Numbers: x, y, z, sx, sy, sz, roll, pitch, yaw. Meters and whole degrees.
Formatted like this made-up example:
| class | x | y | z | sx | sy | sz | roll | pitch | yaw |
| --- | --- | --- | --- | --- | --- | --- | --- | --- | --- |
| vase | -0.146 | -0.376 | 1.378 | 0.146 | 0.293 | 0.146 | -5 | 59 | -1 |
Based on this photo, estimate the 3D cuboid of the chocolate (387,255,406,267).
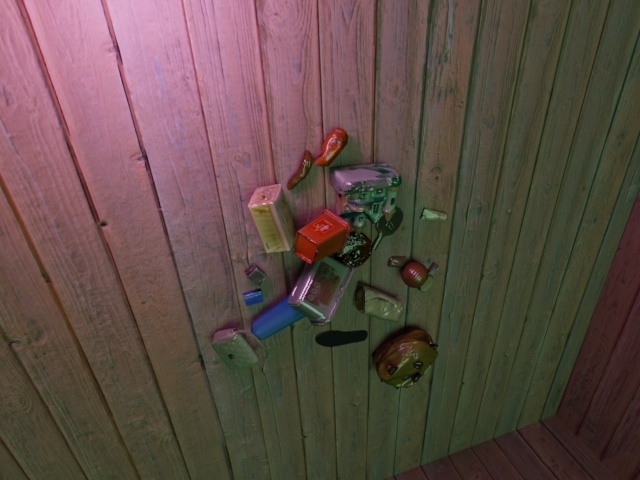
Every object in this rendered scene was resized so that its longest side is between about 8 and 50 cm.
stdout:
| class | x | y | z | sx | sy | sz | roll | pitch | yaw |
| --- | --- | --- | --- | --- | --- | --- | --- | --- | --- |
| chocolate | 0.392 | 0.111 | 2.058 | 0.100 | 0.031 | 0.065 | 4 | 111 | -21 |

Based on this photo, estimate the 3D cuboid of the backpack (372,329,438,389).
| class | x | y | z | sx | sy | sz | roll | pitch | yaw |
| --- | --- | --- | --- | --- | --- | --- | --- | --- | --- |
| backpack | 0.492 | 0.680 | 2.309 | 0.353 | 0.201 | 0.378 | 28 | 108 | -35 |

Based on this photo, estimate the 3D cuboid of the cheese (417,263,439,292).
| class | x | y | z | sx | sy | sz | roll | pitch | yaw |
| --- | --- | --- | --- | --- | --- | --- | --- | --- | --- |
| cheese | 0.569 | 0.200 | 2.163 | 0.092 | 0.047 | 0.171 | 4 | 116 | -25 |

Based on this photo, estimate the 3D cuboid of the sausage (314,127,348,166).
| class | x | y | z | sx | sy | sz | roll | pitch | yaw |
| --- | --- | --- | --- | --- | --- | --- | --- | --- | --- |
| sausage | 0.045 | -0.369 | 1.629 | 0.089 | 0.089 | 0.179 | 30 | 102 | -31 |

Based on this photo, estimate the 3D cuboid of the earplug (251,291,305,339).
| class | x | y | z | sx | sy | sz | roll | pitch | yaw |
| --- | --- | --- | --- | --- | --- | --- | --- | --- | --- |
| earplug | -0.209 | 0.372 | 1.922 | 0.273 | 0.132 | 0.132 | -33 | 124 | 4 |

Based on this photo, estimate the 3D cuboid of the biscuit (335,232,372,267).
| class | x | y | z | sx | sy | sz | roll | pitch | yaw |
| --- | --- | --- | --- | --- | --- | --- | --- | --- | --- |
| biscuit | 0.161 | 0.047 | 1.924 | 0.192 | 0.049 | 0.192 | -10 | 118 | -19 |

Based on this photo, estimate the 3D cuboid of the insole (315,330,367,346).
| class | x | y | z | sx | sy | sz | roll | pitch | yaw |
| --- | --- | --- | --- | --- | --- | --- | --- | --- | --- |
| insole | 0.118 | 0.527 | 2.194 | 0.309 | 0.012 | 0.110 | -2 | 117 | -20 |

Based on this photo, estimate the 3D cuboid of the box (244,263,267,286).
| class | x | y | z | sx | sy | sz | roll | pitch | yaw |
| --- | --- | --- | --- | --- | --- | --- | --- | --- | --- |
| box | -0.287 | 0.152 | 1.809 | 0.063 | 0.060 | 0.085 | -46 | 123 | -2 |

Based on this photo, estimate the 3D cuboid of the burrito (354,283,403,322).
| class | x | y | z | sx | sy | sz | roll | pitch | yaw |
| --- | --- | --- | --- | --- | --- | --- | --- | --- | --- |
| burrito | 0.293 | 0.328 | 2.098 | 0.299 | 0.105 | 0.143 | 22 | 98 | -28 |

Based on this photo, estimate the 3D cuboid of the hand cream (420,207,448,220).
| class | x | y | z | sx | sy | sz | roll | pitch | yaw |
| --- | --- | --- | --- | --- | --- | --- | --- | --- | --- |
| hand cream | 0.564 | -0.124 | 1.992 | 0.143 | 0.039 | 0.061 | 6 | 118 | -18 |

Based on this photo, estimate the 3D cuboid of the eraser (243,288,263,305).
| class | x | y | z | sx | sy | sz | roll | pitch | yaw |
| --- | --- | --- | --- | --- | --- | --- | --- | --- | --- |
| eraser | -0.311 | 0.265 | 1.877 | 0.084 | 0.027 | 0.063 | -14 | 123 | -13 |

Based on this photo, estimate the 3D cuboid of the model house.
| class | x | y | z | sx | sy | sz | roll | pitch | yaw |
| --- | --- | --- | --- | --- | --- | --- | --- | --- | --- |
| model house | 0.191 | -0.148 | 1.749 | 0.267 | 0.194 | 0.325 | -9 | 123 | -16 |

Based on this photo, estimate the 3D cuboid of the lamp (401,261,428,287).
| class | x | y | z | sx | sy | sz | roll | pitch | yaw |
| --- | --- | --- | --- | --- | --- | --- | --- | --- | --- |
| lamp | 0.482 | 0.175 | 2.066 | 0.136 | 0.136 | 0.136 | -9 | 120 | -16 |

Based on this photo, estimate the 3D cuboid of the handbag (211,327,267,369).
| class | x | y | z | sx | sy | sz | roll | pitch | yaw |
| --- | --- | --- | --- | --- | --- | --- | --- | --- | --- |
| handbag | -0.376 | 0.515 | 1.922 | 0.219 | 0.079 | 0.256 | -16 | 125 | 15 |

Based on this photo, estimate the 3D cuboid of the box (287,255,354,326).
| class | x | y | z | sx | sy | sz | roll | pitch | yaw |
| --- | --- | --- | --- | --- | --- | --- | --- | --- | --- |
| box | -0.008 | 0.209 | 1.824 | 0.182 | 0.175 | 0.312 | 33 | 69 | -21 |

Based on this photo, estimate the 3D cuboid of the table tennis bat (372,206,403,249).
| class | x | y | z | sx | sy | sz | roll | pitch | yaw |
| --- | --- | --- | --- | --- | --- | --- | --- | --- | --- |
| table tennis bat | 0.311 | -0.058 | 1.942 | 0.131 | 0.022 | 0.234 | 21 | 106 | -30 |

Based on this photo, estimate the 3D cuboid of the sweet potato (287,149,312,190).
| class | x | y | z | sx | sy | sz | roll | pitch | yaw |
| --- | --- | --- | --- | --- | --- | --- | --- | --- | --- |
| sweet potato | -0.079 | -0.277 | 1.652 | 0.054 | 0.053 | 0.182 | 23 | 107 | -35 |

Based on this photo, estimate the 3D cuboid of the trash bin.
| class | x | y | z | sx | sy | sz | roll | pitch | yaw |
| --- | --- | --- | --- | --- | --- | --- | --- | --- | --- |
| trash bin | 0.000 | 0.000 | 1.717 | 0.238 | 0.161 | 0.185 | -32 | 147 | -43 |

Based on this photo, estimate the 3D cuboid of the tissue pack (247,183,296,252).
| class | x | y | z | sx | sy | sz | roll | pitch | yaw |
| --- | --- | --- | --- | --- | --- | --- | --- | --- | --- |
| tissue pack | -0.191 | -0.090 | 1.638 | 0.125 | 0.159 | 0.234 | -9 | 124 | 12 |
